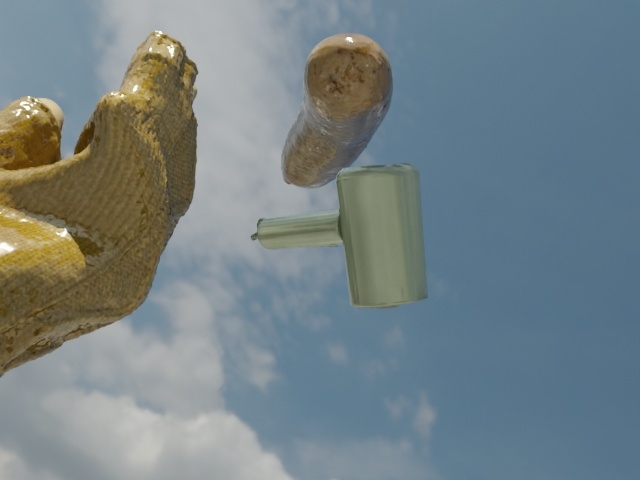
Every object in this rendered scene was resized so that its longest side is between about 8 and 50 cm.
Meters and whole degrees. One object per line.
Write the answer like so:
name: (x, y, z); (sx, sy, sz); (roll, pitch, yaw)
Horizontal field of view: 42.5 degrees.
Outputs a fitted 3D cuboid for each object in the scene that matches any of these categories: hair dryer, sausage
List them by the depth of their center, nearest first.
hair dryer: (0.000, 0.000, 0.402); (0.124, 0.038, 0.063); (-4, -89, 50)
sausage: (0.021, -0.183, 1.275); (0.123, 0.136, 0.501); (58, -13, 5)

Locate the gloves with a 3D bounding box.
gloves: (-0.202, -0.021, 0.621); (0.203, 0.356, 0.155); (10, -40, 32)
